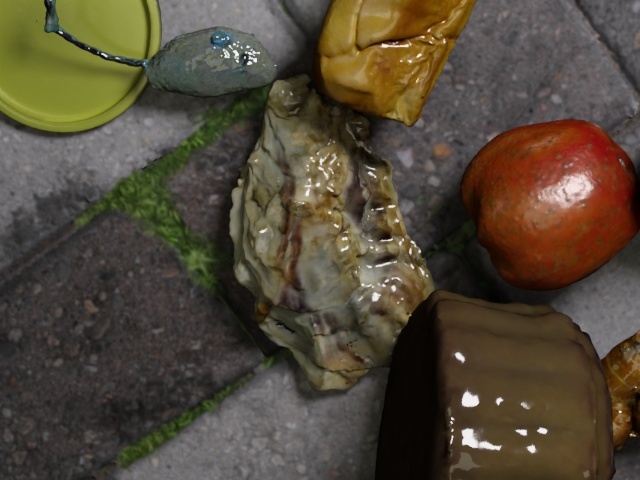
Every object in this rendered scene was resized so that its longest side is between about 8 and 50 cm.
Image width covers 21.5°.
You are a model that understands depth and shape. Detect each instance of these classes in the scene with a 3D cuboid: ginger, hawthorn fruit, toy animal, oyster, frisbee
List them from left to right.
[{"bbox_3d":[-0.285,-0.234,1.835,0.235,0.017,0.236,2,104,8],"label":"frisbee"},{"bbox_3d":[-0.170,-0.199,1.793,0.252,0.070,0.079,10,95,0],"label":"toy animal"},{"bbox_3d":[-0.003,0.001,1.809,0.201,0.107,0.355,-19,100,8],"label":"oyster"},{"bbox_3d":[0.241,-0.038,1.733,0.189,0.189,0.189,2,104,8],"label":"hawthorn fruit"},{"bbox_3d":[0.325,0.174,1.822,0.162,0.073,0.103,-40,82,21],"label":"ginger"}]

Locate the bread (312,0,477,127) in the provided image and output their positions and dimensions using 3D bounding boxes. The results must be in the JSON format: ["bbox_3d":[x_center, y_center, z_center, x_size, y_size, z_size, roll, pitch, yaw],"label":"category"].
[{"bbox_3d":[0.097,-0.267,1.694,0.132,0.167,0.294,25,106,2],"label":"bread"}]

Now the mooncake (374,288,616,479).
[{"bbox_3d":[0.171,0.215,1.717,0.187,0.324,0.324,6,105,-11],"label":"mooncake"}]
